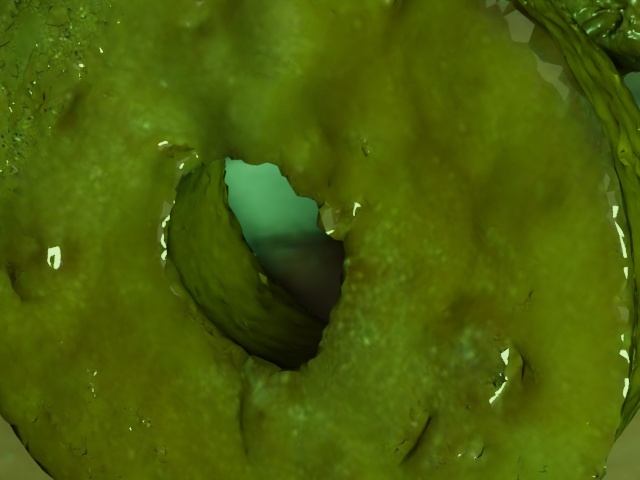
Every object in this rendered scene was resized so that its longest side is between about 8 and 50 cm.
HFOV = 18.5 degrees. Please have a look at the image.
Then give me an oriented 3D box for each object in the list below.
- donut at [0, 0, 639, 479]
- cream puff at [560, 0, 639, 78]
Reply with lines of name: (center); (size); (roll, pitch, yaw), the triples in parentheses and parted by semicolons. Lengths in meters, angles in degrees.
donut: (-0.002, -0.002, 0.673); (0.277, 0.108, 0.278); (11, 111, 30)
cream puff: (0.097, -0.097, 0.717); (0.116, 0.122, 0.094); (-4, 71, 53)
